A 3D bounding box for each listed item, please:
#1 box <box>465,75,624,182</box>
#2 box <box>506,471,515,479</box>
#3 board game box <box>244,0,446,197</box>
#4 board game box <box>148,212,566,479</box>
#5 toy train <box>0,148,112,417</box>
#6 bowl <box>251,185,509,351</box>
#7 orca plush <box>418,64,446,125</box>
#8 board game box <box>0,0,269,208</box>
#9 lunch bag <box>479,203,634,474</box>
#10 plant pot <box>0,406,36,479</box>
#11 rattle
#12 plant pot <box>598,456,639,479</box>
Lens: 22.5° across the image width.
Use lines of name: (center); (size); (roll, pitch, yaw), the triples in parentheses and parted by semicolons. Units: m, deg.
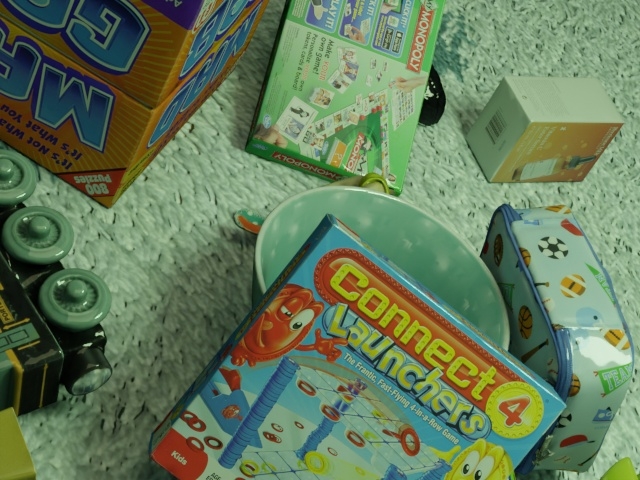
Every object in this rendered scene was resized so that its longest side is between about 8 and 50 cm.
box: (0.316, -0.156, 2.272); (0.171, 0.130, 0.091); (-2, 51, -30)
box: (0.192, 0.312, 1.816); (0.054, 0.059, 0.169); (11, 46, -21)
board game box: (0.038, -0.228, 2.171); (0.214, 0.046, 0.317); (20, 64, -12)
board game box: (0.036, 0.185, 1.648); (0.308, 0.302, 0.086); (37, 5, -6)
toy train: (-0.357, 0.042, 1.721); (0.190, 0.142, 0.334); (-21, 62, -29)
bowl: (0.043, 0.103, 1.855); (0.312, 0.163, 0.311); (15, 45, -16)
orca plush: (0.105, -0.300, 2.311); (0.151, 0.102, 0.287); (2, 50, -28)
board game box: (-0.268, -0.338, 1.955); (0.356, 0.356, 0.356); (32, 42, 2)
lunch bag: (0.261, 0.124, 1.907); (0.115, 0.243, 0.303); (1, 47, -15)
plant pot: (-0.335, 0.228, 1.595); (0.083, 0.081, 0.081); (-13, 57, -23)
rattle: (0.000, 0.000, 2.027); (0.200, 0.142, 0.130); (-27, 33, -26)
plant pot: (0.385, 0.367, 1.758); (0.207, 0.228, 0.227); (3, 49, -17)
